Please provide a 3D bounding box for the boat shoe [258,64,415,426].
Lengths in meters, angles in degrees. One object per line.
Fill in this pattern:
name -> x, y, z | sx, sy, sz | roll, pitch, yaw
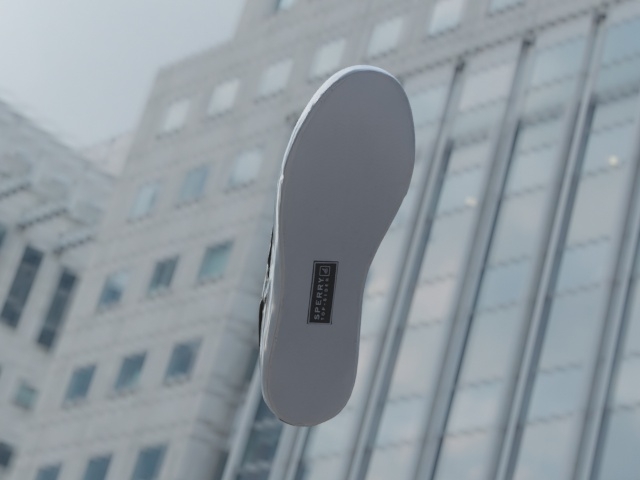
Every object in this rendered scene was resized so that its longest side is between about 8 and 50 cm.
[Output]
boat shoe -> 0.000, 0.000, 0.733 | 0.049, 0.142, 0.040 | 9, 15, -15
